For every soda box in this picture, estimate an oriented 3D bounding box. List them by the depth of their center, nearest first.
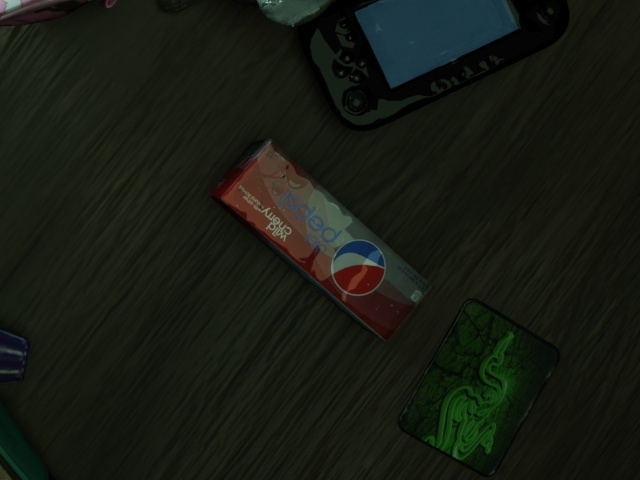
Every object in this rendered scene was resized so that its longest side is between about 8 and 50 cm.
[{"bbox_3d":[0.000,0.000,1.459,0.263,0.083,0.092,42,84,-14],"label":"soda box"}]

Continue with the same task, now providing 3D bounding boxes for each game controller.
[{"bbox_3d":[0.135,-0.257,1.475,0.319,0.067,0.167,-26,101,-11],"label":"game controller"}]

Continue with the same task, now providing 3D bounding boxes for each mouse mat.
[{"bbox_3d":[0.200,0.185,1.568,0.152,0.007,0.190,30,89,-15],"label":"mouse mat"}]

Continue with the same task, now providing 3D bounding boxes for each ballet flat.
[{"bbox_3d":[-0.332,0.307,1.410,0.106,0.107,0.316,-32,101,12],"label":"ballet flat"}]

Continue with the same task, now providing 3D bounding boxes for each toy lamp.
[{"bbox_3d":[-0.458,0.111,1.362,0.274,0.080,0.080,10,93,-12],"label":"toy lamp"}]

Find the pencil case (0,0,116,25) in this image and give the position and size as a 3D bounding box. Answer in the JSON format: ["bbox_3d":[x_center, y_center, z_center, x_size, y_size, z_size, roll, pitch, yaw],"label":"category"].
[{"bbox_3d":[-0.337,-0.411,1.298,0.167,0.160,0.386,-14,100,20],"label":"pencil case"}]

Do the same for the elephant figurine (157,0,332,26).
[{"bbox_3d":[-0.038,-0.306,1.364,0.239,0.186,0.169,-34,75,-20],"label":"elephant figurine"}]
